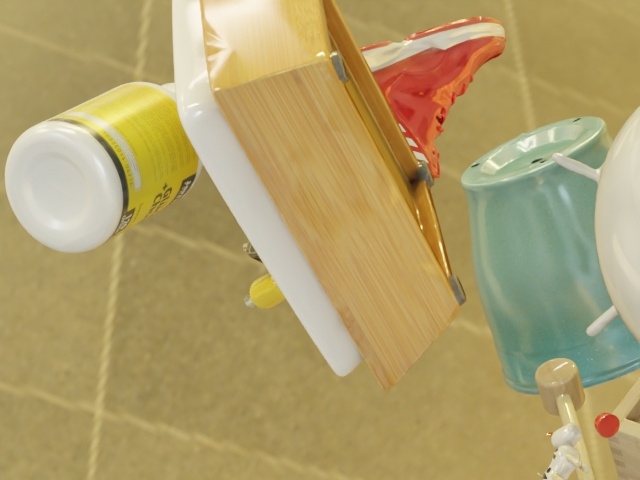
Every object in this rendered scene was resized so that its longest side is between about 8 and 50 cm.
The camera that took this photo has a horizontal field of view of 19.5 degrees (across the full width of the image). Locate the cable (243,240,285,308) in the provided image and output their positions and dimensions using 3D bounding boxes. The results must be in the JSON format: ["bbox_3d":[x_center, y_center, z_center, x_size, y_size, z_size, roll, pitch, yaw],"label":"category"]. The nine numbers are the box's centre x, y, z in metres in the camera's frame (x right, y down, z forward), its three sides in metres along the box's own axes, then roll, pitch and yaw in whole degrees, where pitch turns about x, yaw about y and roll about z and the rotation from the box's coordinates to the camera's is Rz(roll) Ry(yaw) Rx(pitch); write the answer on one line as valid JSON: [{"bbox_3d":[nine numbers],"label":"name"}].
[{"bbox_3d":[0.000,0.000,1.798,0.072,0.139,0.287,28,-12,-22],"label":"cable"}]

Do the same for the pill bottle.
[{"bbox_3d":[-0.155,-0.065,1.448,0.103,0.103,0.184,35,31,13],"label":"pill bottle"}]

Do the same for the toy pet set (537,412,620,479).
[{"bbox_3d":[0.175,0.169,1.170,0.122,0.114,0.065,35,1,-25],"label":"toy pet set"}]

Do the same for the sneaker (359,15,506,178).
[{"bbox_3d":[0.089,-0.114,1.614,0.221,0.087,0.128,-19,91,-35],"label":"sneaker"}]

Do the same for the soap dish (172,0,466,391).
[{"bbox_3d":[0.000,-0.065,1.391,0.229,0.118,0.291,-99,163,-56],"label":"soap dish"}]

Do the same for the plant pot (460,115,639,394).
[{"bbox_3d":[0.292,0.004,2.181,0.255,0.271,0.271,65,32,-14],"label":"plant pot"}]

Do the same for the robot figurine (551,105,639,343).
[{"bbox_3d":[0.321,-0.016,1.139,0.353,0.300,0.200,-7,3,25],"label":"robot figurine"}]

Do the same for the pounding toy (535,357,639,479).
[{"bbox_3d":[0.257,0.151,1.385,0.206,0.094,0.181,18,52,39],"label":"pounding toy"}]
